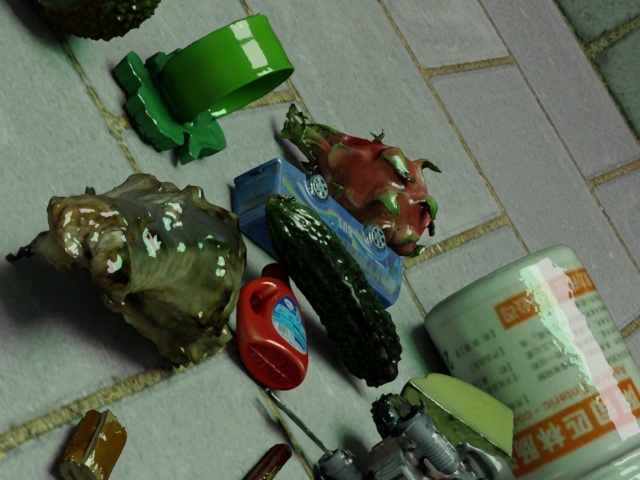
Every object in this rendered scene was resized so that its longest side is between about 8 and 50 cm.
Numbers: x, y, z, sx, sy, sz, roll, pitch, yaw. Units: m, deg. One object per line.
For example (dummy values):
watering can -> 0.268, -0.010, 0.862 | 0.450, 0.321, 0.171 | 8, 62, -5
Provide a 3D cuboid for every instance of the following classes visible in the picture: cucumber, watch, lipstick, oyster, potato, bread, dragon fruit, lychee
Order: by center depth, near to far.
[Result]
bread -> -0.186, 0.175, 1.533 | 0.047, 0.036, 0.083 | 54, 25, -18
oyster -> -0.163, 0.008, 1.672 | 0.197, 0.133, 0.337 | 57, 17, 17
lipstick -> -0.061, 0.226, 1.737 | 0.027, 0.027, 0.176 | 57, 22, -4
lychee -> -0.223, -0.281, 1.876 | 0.171, 0.171, 0.171 | 45, 26, -29
watch -> -0.110, -0.166, 1.969 | 0.131, 0.152, 0.165 | 64, 22, 6
cucumber -> 0.015, 0.050, 1.980 | 0.077, 0.077, 0.265 | -96, 162, -46
potato -> 0.142, 0.207, 2.110 | 0.149, 0.081, 0.120 | 36, 19, -5
dragon fruit -> 0.046, -0.075, 2.213 | 0.236, 0.135, 0.137 | 48, 24, 22

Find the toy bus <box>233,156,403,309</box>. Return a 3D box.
toy bus -> -0.002, 0.002, 2.082 | 0.236, 0.079, 0.094 | 40, 45, -36

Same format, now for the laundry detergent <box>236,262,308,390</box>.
laundry detergent -> -0.052, 0.077, 1.917 | 0.097, 0.049, 0.165 | 45, 22, -29

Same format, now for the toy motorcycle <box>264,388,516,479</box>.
toy motorcycle -> 0.108, 0.257, 1.911 | 0.401, 0.134, 0.207 | 50, 18, -22

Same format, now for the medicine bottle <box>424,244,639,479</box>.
medicine bottle -> 0.293, 0.209, 2.240 | 0.371, 0.211, 0.211 | 63, 23, 10
